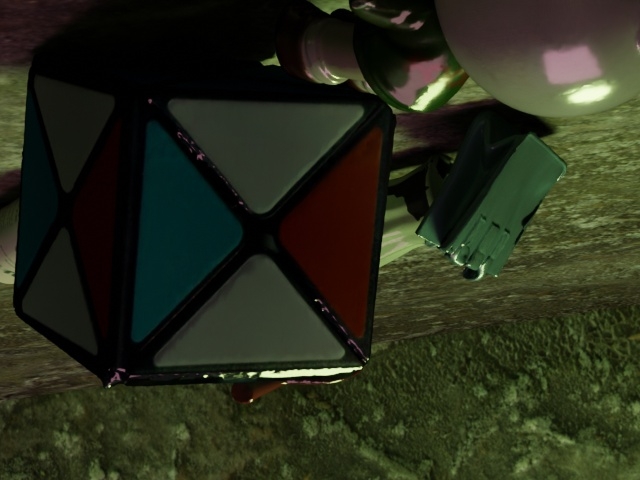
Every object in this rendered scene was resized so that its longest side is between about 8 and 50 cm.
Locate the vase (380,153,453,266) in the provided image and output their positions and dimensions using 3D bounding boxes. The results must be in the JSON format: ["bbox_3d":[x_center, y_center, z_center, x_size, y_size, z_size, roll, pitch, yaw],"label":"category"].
[{"bbox_3d":[0.000,0.000,2.244,0.360,0.165,0.165,-16,166,27],"label":"vase"}]

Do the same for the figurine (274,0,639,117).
[{"bbox_3d":[0.124,-0.168,1.381,0.281,0.167,0.370,10,170,-44],"label":"figurine"}]

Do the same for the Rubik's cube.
[{"bbox_3d":[-0.105,-0.024,1.586,0.246,0.250,0.248,0,-170,-29],"label":"Rubik's cube"}]

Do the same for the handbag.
[{"bbox_3d":[0.187,-0.043,2.063,0.062,0.179,0.229,33,-175,21],"label":"handbag"}]

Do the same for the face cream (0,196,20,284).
[{"bbox_3d":[-0.344,-0.003,2.157,0.092,0.092,0.311,0,168,-33],"label":"face cream"}]

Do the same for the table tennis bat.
[{"bbox_3d":[-0.026,0.112,1.607,0.098,0.019,0.155,12,-162,30],"label":"table tennis bat"}]
